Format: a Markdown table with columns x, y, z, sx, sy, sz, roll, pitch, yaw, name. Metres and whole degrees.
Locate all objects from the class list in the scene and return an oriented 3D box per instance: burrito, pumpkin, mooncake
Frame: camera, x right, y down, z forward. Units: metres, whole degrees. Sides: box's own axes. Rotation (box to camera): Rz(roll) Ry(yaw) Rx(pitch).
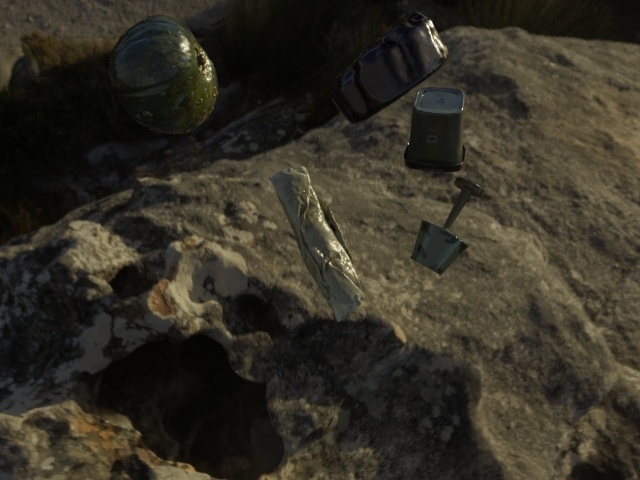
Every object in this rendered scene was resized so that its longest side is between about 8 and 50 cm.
| x | y | z | sx | sy | sz | roll | pitch | yaw | name |
| --- | --- | --- | --- | --- | --- | --- | --- | --- | --- |
| 0.000 | 0.000 | 1.319 | 0.117 | 0.076 | 0.392 | -23 | 81 | -16 | burrito |
| -0.436 | -0.449 | 1.537 | 0.257 | 0.327 | 0.291 | -14 | 47 | 12 | pumpkin |
| 0.147 | -0.384 | 1.223 | 0.283 | 0.283 | 0.141 | -41 | 100 | -21 | mooncake |

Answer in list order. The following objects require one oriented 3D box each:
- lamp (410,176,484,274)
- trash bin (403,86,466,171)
| x | y | z | sx | sy | sz | roll | pitch | yaw | name |
| --- | --- | --- | --- | --- | --- | --- | --- | --- | --- |
| 0.292 | -0.032 | 1.236 | 0.121 | 0.121 | 0.214 | 30 | 90 | 11 | lamp |
| 0.410 | -0.387 | 1.913 | 0.220 | 0.250 | 0.219 | 6 | 46 | 12 | trash bin |
